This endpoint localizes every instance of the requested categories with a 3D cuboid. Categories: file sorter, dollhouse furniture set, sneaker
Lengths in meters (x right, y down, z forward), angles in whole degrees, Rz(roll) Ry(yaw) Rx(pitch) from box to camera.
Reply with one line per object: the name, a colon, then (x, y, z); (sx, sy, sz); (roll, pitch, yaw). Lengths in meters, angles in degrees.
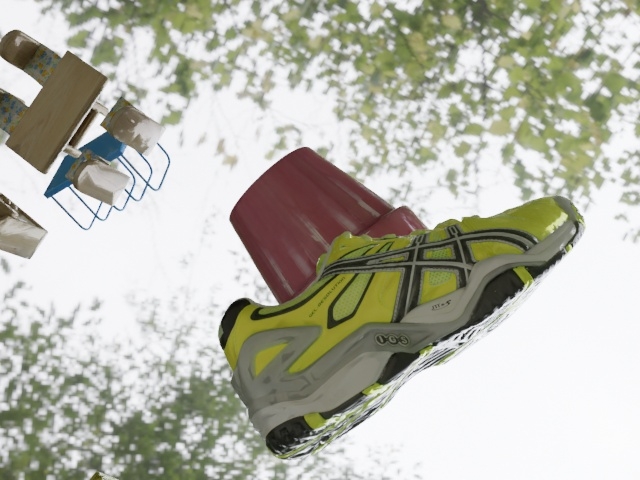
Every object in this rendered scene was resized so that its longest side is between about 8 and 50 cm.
file sorter: (-0.352, -0.109, 1.720); (0.170, 0.104, 0.118); (-26, -151, 24)
dollhouse furniture set: (-0.355, -0.117, 1.217); (0.212, 0.161, 0.242); (35, -88, 25)
sneaker: (0.083, 0.038, 0.933); (0.147, 0.384, 0.145); (53, -28, 18)

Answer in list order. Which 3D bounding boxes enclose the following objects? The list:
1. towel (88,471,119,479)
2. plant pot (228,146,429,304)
towel: (-0.329, 0.441, 1.654); (0.021, 0.237, 0.102); (31, -102, 29)
plant pot: (0.000, 0.000, 1.181); (0.180, 0.201, 0.201); (46, -67, 8)
